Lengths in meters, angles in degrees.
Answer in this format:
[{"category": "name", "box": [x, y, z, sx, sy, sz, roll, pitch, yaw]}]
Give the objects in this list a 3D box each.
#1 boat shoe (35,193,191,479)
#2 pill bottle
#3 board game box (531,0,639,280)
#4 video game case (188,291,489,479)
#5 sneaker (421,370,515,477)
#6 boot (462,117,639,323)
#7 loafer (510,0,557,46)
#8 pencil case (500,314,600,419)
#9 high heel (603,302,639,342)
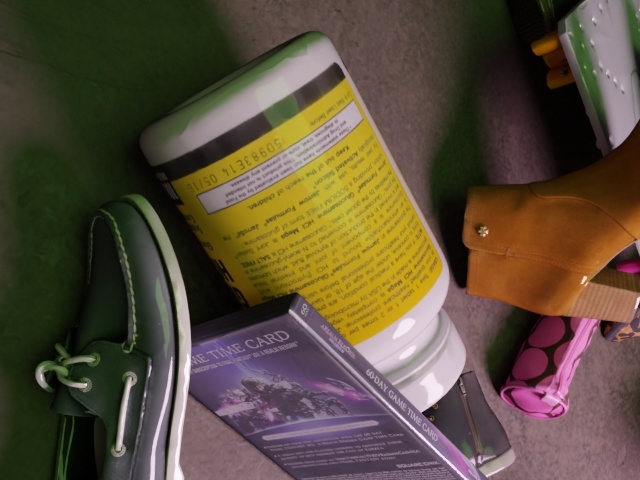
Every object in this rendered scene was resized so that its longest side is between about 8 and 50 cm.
[{"category": "boat shoe", "box": [-0.173, 0.122, 0.547, 0.099, 0.116, 0.319, -3, 96, -38]}, {"category": "pill bottle", "box": [0.000, 0.000, 0.622, 0.188, 0.188, 0.334, -40, 109, -28]}, {"category": "board game box", "box": [0.436, -0.166, 0.949, 0.390, 0.050, 0.390, -44, 113, -45]}, {"category": "video game case", "box": [-0.004, 0.161, 0.614, 0.274, 0.196, 0.026, 47, 44, -24]}, {"category": "sneaker", "box": [0.106, 0.235, 0.767, 0.222, 0.083, 0.118, -18, 80, -27]}, {"category": "boot", "box": [0.276, -0.048, 0.772, 0.104, 0.211, 0.295, -44, 144, -65]}, {"category": "loafer", "box": [0.284, -0.329, 0.904, 0.050, 0.056, 0.148, -31, 106, -24]}, {"category": "pencil case", "box": [0.320, 0.133, 0.890, 0.095, 0.098, 0.209, 40, 67, -15]}, {"category": "high heel", "box": [0.535, 0.092, 1.074, 0.186, 0.093, 0.261, -46, 153, 17]}]
